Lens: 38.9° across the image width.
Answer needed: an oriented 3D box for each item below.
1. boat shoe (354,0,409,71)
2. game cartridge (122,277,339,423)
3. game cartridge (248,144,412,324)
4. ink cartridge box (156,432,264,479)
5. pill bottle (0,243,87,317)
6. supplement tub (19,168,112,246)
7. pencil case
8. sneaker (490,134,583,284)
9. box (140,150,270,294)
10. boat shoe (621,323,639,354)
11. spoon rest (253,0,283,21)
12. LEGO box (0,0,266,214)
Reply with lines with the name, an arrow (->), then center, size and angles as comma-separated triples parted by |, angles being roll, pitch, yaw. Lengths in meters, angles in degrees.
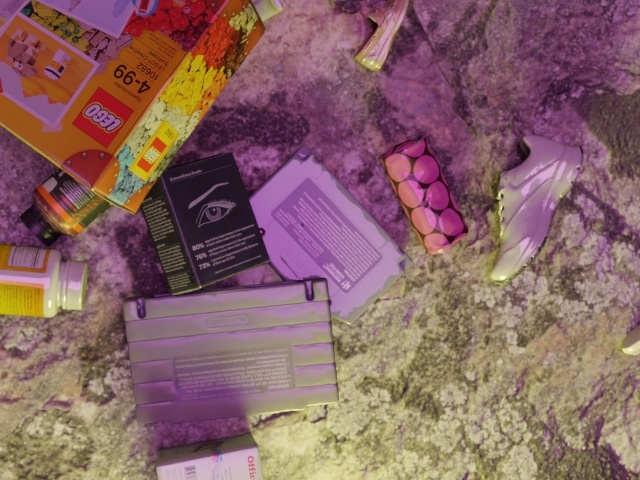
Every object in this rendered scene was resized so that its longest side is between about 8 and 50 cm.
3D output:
boat shoe -> 0.111, -0.394, 1.644 | 0.059, 0.063, 0.170 | 22, 87, -15
game cartridge -> -0.153, 0.195, 1.581 | 0.355, 0.068, 0.230 | -5, 100, -1
game cartridge -> 0.000, 0.000, 1.632 | 0.196, 0.060, 0.294 | -44, 96, -10
ink cartridge box -> -0.187, 0.418, 1.562 | 0.176, 0.127, 0.128 | -8, 91, -9
pill bottle -> -0.504, 0.067, 1.515 | 0.215, 0.117, 0.117 | 6, 89, -9
supplement tub -> -0.411, -0.080, 1.537 | 0.198, 0.106, 0.106 | -43, 96, -8
pencil case -> 0.194, -0.084, 1.647 | 0.098, 0.095, 0.209 | -28, 97, -25
sneaker -> 0.375, -0.059, 1.682 | 0.129, 0.111, 0.297 | 25, 82, 7
box -> -0.202, -0.030, 1.543 | 0.153, 0.108, 0.207 | -20, 93, -37
boat shoe -> 0.659, 0.172, 1.739 | 0.184, 0.066, 0.063 | -35, 94, -17
spoon rest -> -0.195, -0.362, 1.597 | 0.276, 0.084, 0.137 | -25, 93, 5
LEGO box -> -0.400, -0.340, 1.413 | 0.500, 0.193, 0.372 | 34, 87, 12
